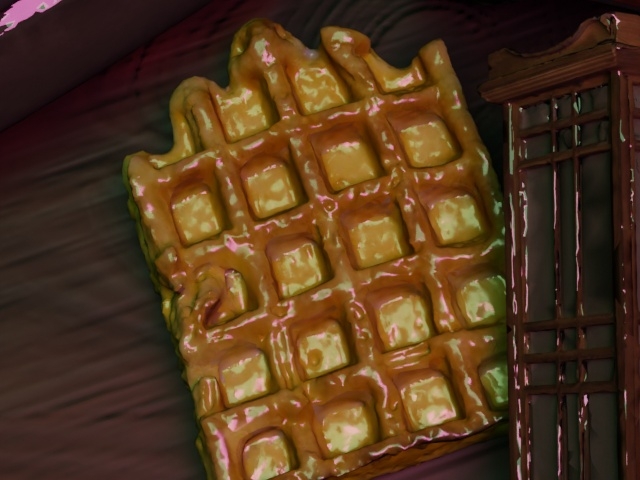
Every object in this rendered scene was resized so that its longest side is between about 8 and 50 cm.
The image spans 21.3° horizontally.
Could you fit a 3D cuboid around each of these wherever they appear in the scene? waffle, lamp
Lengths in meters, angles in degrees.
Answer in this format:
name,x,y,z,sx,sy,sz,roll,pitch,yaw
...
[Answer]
name,x,y,z,sx,sy,sz,roll,pitch,yaw
waffle,0.000,0.000,0.740,0.160,0.055,0.211,-19,75,-3
lamp,0.123,0.083,0.649,0.089,0.090,0.325,2,82,-29

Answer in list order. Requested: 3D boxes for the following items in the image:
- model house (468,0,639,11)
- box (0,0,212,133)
name,x,y,z,sx,sy,sz,roll,pitch,yaw
model house,0.192,-0.158,0.696,0.291,0.253,0.184,19,86,-6
box,-0.159,-0.163,0.719,0.290,0.220,0.166,-33,60,-6
